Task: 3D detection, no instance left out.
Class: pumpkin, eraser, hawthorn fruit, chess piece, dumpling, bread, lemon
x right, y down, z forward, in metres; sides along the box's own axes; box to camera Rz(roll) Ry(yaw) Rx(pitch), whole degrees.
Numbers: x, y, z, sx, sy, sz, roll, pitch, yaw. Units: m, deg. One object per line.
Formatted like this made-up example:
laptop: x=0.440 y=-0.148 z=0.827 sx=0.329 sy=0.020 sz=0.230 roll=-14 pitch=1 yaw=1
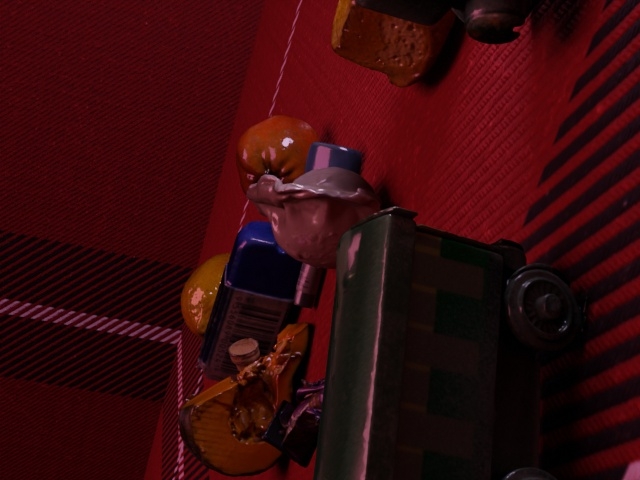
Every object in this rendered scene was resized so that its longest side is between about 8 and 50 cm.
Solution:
pumpkin: x=-0.138 y=0.263 z=1.567 sx=0.139 sy=0.190 sz=0.280 roll=163 pitch=119 yaw=-76
eraser: x=-0.127 y=0.125 z=1.713 sx=0.101 sy=0.155 sz=0.332 roll=-99 pitch=25 yaw=-60
hawthorn fruit: x=-0.077 y=-0.156 z=1.734 sx=0.189 sy=0.189 sz=0.189 roll=-168 pitch=90 yaw=-77
chess piece: x=-0.126 y=0.270 z=1.699 sx=0.060 sy=0.060 sz=0.172 roll=-107 pitch=4 yaw=-64
dumpling: x=-0.016 y=-0.041 z=1.327 sx=0.258 sy=0.193 sz=0.147 roll=138 pitch=147 yaw=-72
bread: x=0.108 y=-0.345 z=1.199 sx=0.268 sy=0.146 sz=0.268 roll=-165 pitch=90 yaw=-79
lemon: x=-0.193 y=0.124 z=1.897 sx=0.257 sy=0.188 sz=0.188 roll=-45 pitch=-21 yaw=-55

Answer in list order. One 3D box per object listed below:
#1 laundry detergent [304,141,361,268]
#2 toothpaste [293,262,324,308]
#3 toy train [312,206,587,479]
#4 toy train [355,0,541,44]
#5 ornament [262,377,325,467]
laundry detergent: x=0.008 y=-0.056 z=1.496 sx=0.097 sy=0.061 sz=0.206 roll=13 pitch=94 yaw=33
toothpaste: x=0.000 y=0.000 z=1.557 sx=0.062 sy=0.039 sz=0.239 roll=28 pitch=104 yaw=61
toy train: x=0.097 y=0.129 z=0.706 sx=0.120 sy=0.203 sz=0.300 roll=140 pitch=141 yaw=-62
toy train: x=0.138 y=-0.339 z=0.870 sx=0.167 sy=0.238 sz=0.298 roll=143 pitch=137 yaw=-65
ornament: x=-0.001 y=0.239 z=1.259 sx=0.203 sy=0.088 sz=0.081 roll=-47 pitch=10 yaw=49
